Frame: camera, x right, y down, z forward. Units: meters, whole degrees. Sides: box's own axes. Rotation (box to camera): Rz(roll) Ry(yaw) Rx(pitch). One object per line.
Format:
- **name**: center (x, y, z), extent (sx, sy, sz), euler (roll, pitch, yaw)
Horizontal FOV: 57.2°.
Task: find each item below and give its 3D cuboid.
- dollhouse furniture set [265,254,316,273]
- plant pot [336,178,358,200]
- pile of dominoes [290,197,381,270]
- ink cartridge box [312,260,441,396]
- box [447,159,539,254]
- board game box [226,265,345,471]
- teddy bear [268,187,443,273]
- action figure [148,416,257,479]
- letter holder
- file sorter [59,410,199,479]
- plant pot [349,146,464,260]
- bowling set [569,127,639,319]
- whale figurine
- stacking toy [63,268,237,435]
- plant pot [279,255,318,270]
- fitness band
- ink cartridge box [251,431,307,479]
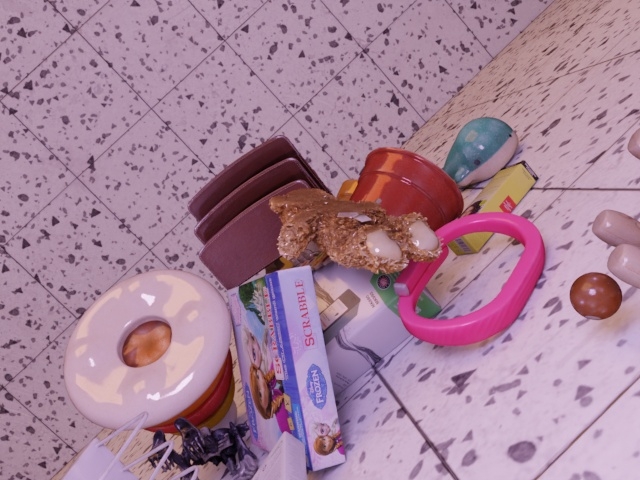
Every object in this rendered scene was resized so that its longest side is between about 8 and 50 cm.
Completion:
- **dollhouse furniture set**: center (-0.062, 0.107, 1.549), extent (0.303, 0.286, 0.198), euler (-21, 21, 41)
- **plant pot**: center (0.124, -0.062, 1.883), extent (0.188, 0.205, 0.205), euler (-63, 15, -16)
- **pile of dominoes**: center (0.000, 0.000, 1.241), extent (0.196, 0.040, 0.251), euler (-50, 12, -33)
- **ink cartridge box**: center (0.057, 0.137, 1.165), extent (0.289, 0.121, 0.211), euler (-42, 43, 9)
- **box**: center (0.363, -0.070, 1.254), extent (0.232, 0.058, 0.087), euler (-46, 9, -19)
- **board game box**: center (-0.077, 0.225, 1.066), extent (0.066, 0.319, 0.318), euler (-7, -8, -25)
- **teddy bear**: center (0.048, -0.005, 1.018), extent (0.338, 0.113, 0.245), euler (10, 25, 32)
- **action figure**: center (-0.219, 0.432, 1.160), extent (0.164, 0.141, 0.276), euler (-31, -30, 6)
- **letter holder**: center (-0.149, -0.069, 1.328), extent (0.302, 0.214, 0.152), euler (-34, 19, 15)
- **file sorter**: center (-0.279, 0.455, 0.953), extent (0.173, 0.278, 0.193), euler (-35, 12, 23)
- **plant pot**: center (0.160, -0.034, 1.405), extent (0.265, 0.272, 0.272), euler (-56, 13, -20)
- **bowling set**: center (0.383, 0.017, 0.630), extent (0.200, 0.154, 0.287), euler (-65, -3, 34)
- **whale figurine**: center (0.394, -0.228, 1.579), extent (0.272, 0.141, 0.216), euler (-33, 14, 50)
- **stacking toy**: center (-0.311, 0.322, 1.331), extent (0.350, 0.350, 0.480), euler (-47, -33, -21)
- **plant pot**: center (-0.027, 0.094, 1.778), extent (0.212, 0.212, 0.187), euler (-30, 29, 55)
- **fitness band**: center (0.244, 0.053, 0.962), extent (0.209, 0.054, 0.291), euler (5, 41, 42)
- **ink cartridge box**: center (-0.094, 0.405, 0.803), extent (0.223, 0.045, 0.224), euler (-56, 4, 5)
